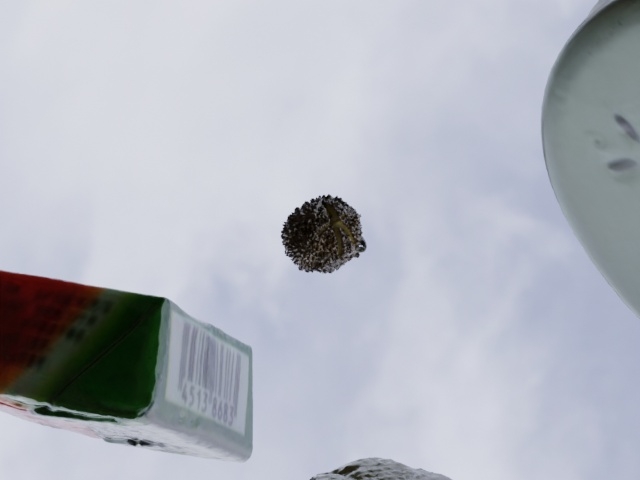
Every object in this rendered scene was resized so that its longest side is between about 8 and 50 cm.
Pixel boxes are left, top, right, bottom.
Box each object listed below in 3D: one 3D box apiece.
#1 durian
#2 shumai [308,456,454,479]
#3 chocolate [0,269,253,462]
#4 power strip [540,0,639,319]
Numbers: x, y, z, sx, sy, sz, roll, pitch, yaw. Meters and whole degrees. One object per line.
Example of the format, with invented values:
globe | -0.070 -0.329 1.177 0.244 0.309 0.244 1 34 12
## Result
durian | 0.000 0.000 1.501 0.091 0.080 0.080 -52 -142 35
shumai | 0.070 0.315 1.718 0.201 0.201 0.120 24 -60 55
chocolate | -0.281 0.152 1.986 0.341 0.360 0.161 9 -102 19
power strip | 0.290 -0.056 0.843 0.357 0.357 0.161 -4 -140 52
